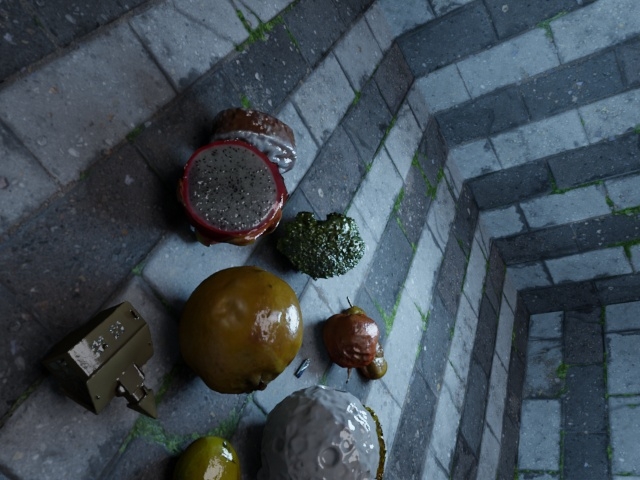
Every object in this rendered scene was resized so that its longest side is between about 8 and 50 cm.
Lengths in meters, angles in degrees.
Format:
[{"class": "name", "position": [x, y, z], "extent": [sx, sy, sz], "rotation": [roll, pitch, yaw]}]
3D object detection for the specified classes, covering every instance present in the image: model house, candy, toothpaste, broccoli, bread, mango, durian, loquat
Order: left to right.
[{"class": "model house", "position": [-0.432, 0.288, 1.113], "extent": [0.248, 0.176, 0.181], "rotation": [58, 38, -15]}, {"class": "mango", "position": [-0.277, 0.605, 1.264], "extent": [0.167, 0.129, 0.262], "rotation": [13, 72, -46]}, {"class": "loquat", "position": [-0.198, 0.226, 1.352], "extent": [0.328, 0.328, 0.329], "rotation": [25, 59, -48]}, {"class": "candy", "position": [-0.205, -0.298, 1.617], "extent": [0.289, 0.214, 0.157], "rotation": [16, 60, -41]}, {"class": "toothpaste", "position": [-0.056, 0.416, 1.735], "extent": [0.083, 0.019, 0.027], "rotation": [-52, 136, -45]}, {"class": "broccoli", "position": [-0.002, 0.014, 1.773], "extent": [0.288, 0.259, 0.235], "rotation": [47, 58, -31]}, {"class": "durian", "position": [0.120, 0.628, 1.705], "extent": [0.112, 0.341, 0.191], "rotation": [-8, 92, -11]}, {"class": "bread", "position": [0.167, 0.370, 2.006], "extent": [0.124, 0.083, 0.344], "rotation": [-32, 103, -54]}]

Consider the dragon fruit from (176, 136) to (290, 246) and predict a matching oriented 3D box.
[{"class": "dragon fruit", "position": [-0.252, -0.111, 1.478], "extent": [0.305, 0.226, 0.306], "rotation": [4, 74, -16]}]

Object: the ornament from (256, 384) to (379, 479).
[{"class": "ornament", "position": [0.001, 0.564, 1.473], "extent": [0.337, 0.336, 0.338], "rotation": [25, 59, -48]}]

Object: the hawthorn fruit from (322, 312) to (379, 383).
[{"class": "hawthorn fruit", "position": [0.107, 0.373, 1.833], "extent": [0.207, 0.207, 0.244], "rotation": [14, 76, -52]}]
